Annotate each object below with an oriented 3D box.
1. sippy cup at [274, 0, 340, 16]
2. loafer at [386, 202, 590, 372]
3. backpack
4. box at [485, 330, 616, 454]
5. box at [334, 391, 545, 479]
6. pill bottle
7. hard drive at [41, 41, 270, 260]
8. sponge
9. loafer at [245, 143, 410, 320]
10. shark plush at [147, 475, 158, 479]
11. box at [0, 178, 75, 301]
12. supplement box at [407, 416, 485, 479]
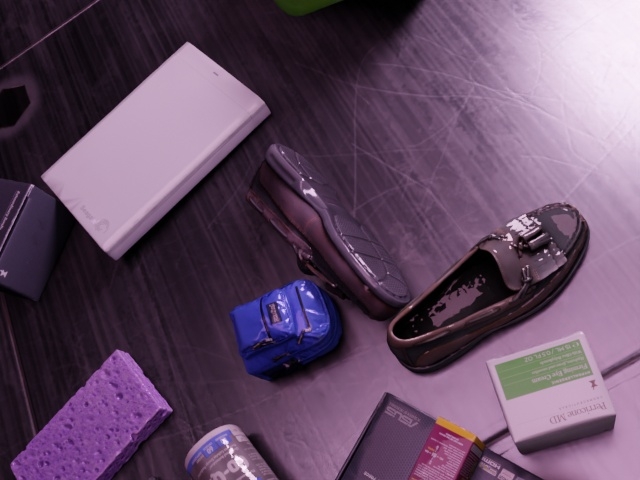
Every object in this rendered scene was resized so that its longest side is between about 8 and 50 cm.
[{"bbox_3d":[0.025,-0.456,1.019,0.224,0.305,0.239,6,114,35],"label":"sippy cup"},{"bbox_3d":[0.187,0.049,0.799,0.267,0.084,0.096,-40,59,2],"label":"loafer"},{"bbox_3d":[-0.039,0.104,0.860,0.120,0.101,0.097,-23,68,9],"label":"backpack"},{"bbox_3d":[0.231,0.156,0.725,0.101,0.102,0.087,-20,64,12],"label":"box"},{"bbox_3d":[0.124,0.291,0.734,0.233,0.059,0.183,26,80,29],"label":"box"},{"bbox_3d":[-0.086,0.283,0.812,0.078,0.078,0.137,-45,59,-1],"label":"pill bottle"},{"bbox_3d":[-0.248,-0.141,1.073,0.307,0.040,0.203,-45,59,-7],"label":"hard drive"},{"bbox_3d":[-0.300,0.258,0.937,0.210,0.031,0.117,-48,59,-2],"label":"sponge"},{"bbox_3d":[0.000,0.000,0.901,0.095,0.109,0.302,-50,51,18],"label":"loafer"},{"bbox_3d":[-0.161,0.334,0.837,0.161,0.073,0.067,29,111,25],"label":"shark plush"},{"bbox_3d":[-0.502,-0.010,1.090,0.207,0.108,0.153,12,72,25],"label":"box"},{"bbox_3d":[0.120,0.222,0.700,0.043,0.055,0.083,22,75,29],"label":"supplement box"}]
